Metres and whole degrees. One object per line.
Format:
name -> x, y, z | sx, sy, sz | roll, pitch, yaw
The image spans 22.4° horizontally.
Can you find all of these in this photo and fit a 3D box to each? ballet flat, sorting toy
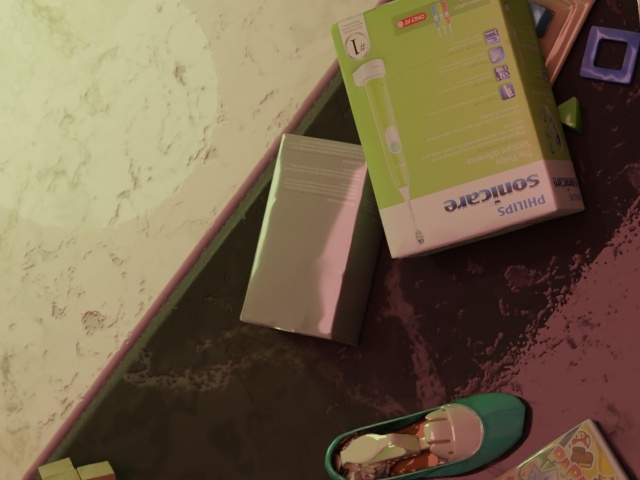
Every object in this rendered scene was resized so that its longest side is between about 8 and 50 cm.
ballet flat -> 0.115, 0.234, 1.851 | 0.247, 0.087, 0.083 | -19, 74, 18
sorting toy -> 0.206, -0.248, 1.919 | 0.348, 0.047, 0.196 | 28, 92, 25

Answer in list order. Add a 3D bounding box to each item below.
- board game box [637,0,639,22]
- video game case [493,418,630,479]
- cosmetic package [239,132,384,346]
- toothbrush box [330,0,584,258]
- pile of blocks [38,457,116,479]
board game box -> 0.462, -0.193, 1.798 | 0.193, 0.053, 0.305 | -9, 77, 22
video game case -> 0.269, 0.343, 1.778 | 0.206, 0.026, 0.227 | -36, 57, 13
cosmetic package -> 0.000, 0.000, 1.934 | 0.127, 0.107, 0.238 | 13, 89, 24
toothbrush box -> 0.156, -0.141, 1.849 | 0.206, 0.122, 0.283 | -18, 83, 24
pile of blocks -> -0.373, 0.421, 2.029 | 0.362, 0.149, 0.112 | -48, 24, -1
